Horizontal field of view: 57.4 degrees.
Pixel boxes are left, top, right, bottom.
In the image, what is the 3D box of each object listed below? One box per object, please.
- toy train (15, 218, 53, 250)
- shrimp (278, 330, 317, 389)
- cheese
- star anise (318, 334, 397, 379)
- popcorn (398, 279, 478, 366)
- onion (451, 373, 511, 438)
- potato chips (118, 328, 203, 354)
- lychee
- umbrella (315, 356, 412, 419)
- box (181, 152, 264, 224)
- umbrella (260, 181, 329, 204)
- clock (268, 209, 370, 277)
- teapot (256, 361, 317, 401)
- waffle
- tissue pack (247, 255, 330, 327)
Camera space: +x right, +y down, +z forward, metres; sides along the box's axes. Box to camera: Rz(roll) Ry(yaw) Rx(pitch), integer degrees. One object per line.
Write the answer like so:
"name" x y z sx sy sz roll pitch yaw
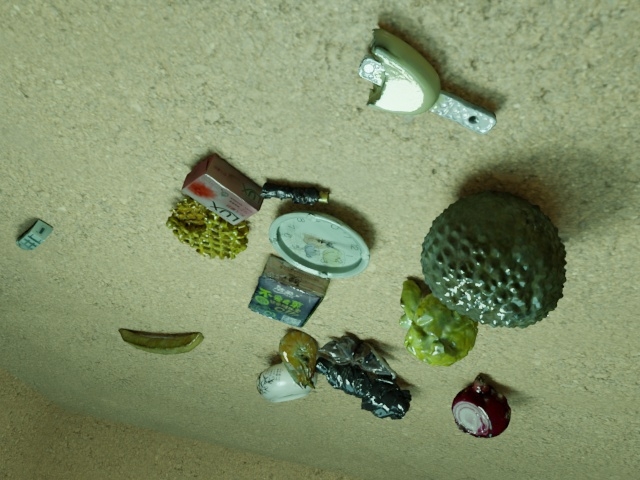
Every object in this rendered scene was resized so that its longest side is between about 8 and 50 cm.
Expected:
"toy train" -0.857 0.000 1.721 0.052 0.051 0.233 41 141 -26
"shrimp" -0.055 0.377 1.823 0.115 0.051 0.217 -23 107 -4
"cheese" 0.162 -0.224 0.890 0.234 0.050 0.127 21 145 -8
"star anise" 0.123 0.349 1.746 0.262 0.081 0.230 2 146 42
"popcorn" 0.267 0.184 1.365 0.212 0.198 0.198 36 154 22
"onion" 0.489 0.481 1.749 0.173 0.135 0.198 16 112 36
"potato chips" -0.594 0.373 2.140 0.406 0.080 0.057 -2 153 29
"lychee" 0.309 0.042 1.045 0.255 0.274 0.255 -7 131 -8
"umbrella" 0.132 0.478 1.913 0.336 0.128 0.154 20 133 8
"box" -0.206 -0.105 1.243 0.156 0.060 0.111 36 145 -25
"umbrella" -0.053 -0.095 1.201 0.143 0.040 0.037 8 138 13
"clock" 0.000 0.000 1.305 0.236 0.053 0.236 12 145 9
"teapot" -0.107 0.457 1.982 0.208 0.166 0.300 9 141 -20
"waffle" -0.266 -0.026 1.379 0.197 0.070 0.193 31 146 -21
"tissue pack" -0.090 0.144 1.547 0.173 0.073 0.235 21 147 -5
